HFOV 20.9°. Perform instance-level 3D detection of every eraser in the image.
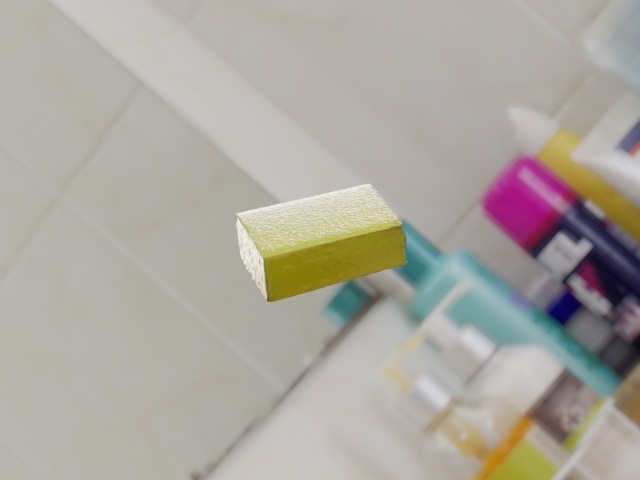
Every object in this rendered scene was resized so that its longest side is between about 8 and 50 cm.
[{"bbox_3d":[0.000,0.000,1.428,0.122,0.045,0.097,-14,25,-12],"label":"eraser"}]
